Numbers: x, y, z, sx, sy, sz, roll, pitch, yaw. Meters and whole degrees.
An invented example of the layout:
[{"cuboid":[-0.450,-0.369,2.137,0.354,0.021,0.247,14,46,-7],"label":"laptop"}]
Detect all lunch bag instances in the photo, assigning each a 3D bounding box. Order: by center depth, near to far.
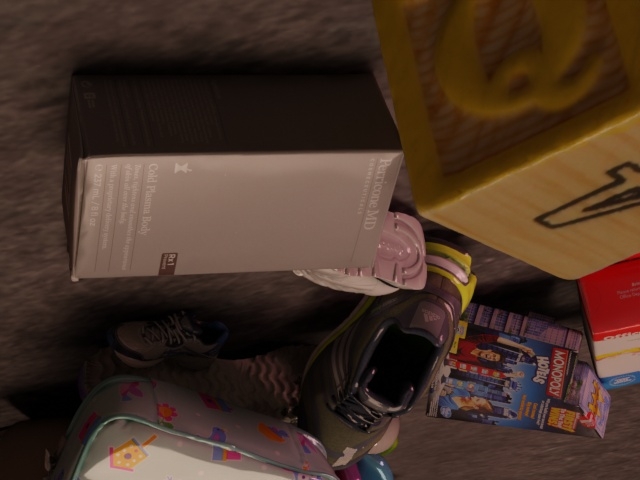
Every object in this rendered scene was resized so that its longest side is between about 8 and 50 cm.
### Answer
[{"cuboid":[-0.138,0.263,1.506,0.279,0.108,0.224,20,108,-20],"label":"lunch bag"}]

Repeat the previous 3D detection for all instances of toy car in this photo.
[{"cuboid":[0.010,0.261,1.828,0.182,0.136,0.159,1,152,-22],"label":"toy car"}]

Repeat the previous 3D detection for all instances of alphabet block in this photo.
[{"cuboid":[0.177,-0.107,1.059,0.193,0.192,0.197,-28,149,30],"label":"alphabet block"}]

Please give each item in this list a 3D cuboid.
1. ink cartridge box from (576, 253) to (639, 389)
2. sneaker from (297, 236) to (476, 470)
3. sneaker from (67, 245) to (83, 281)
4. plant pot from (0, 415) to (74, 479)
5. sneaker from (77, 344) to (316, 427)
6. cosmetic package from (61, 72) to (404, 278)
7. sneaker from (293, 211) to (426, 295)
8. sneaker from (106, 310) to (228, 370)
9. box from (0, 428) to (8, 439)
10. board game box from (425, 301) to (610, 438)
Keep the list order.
[{"cuboid":[0.343,0.074,1.629,0.134,0.078,0.231,-14,154,7],"label":"ink cartridge box"},{"cuboid":[0.049,0.131,1.508,0.111,0.121,0.300,24,129,-3],"label":"sneaker"},{"cuboid":[-0.200,0.011,1.347,0.035,0.031,0.083,-5,154,-12],"label":"sneaker"},{"cuboid":[-0.207,0.313,1.679,0.190,0.284,0.284,-14,155,11],"label":"plant pot"},{"cuboid":[-0.130,0.177,1.641,0.293,0.102,0.146,6,151,-31],"label":"sneaker"},{"cuboid":[-0.069,-0.049,1.159,0.238,0.107,0.127,-1,133,-13],"label":"cosmetic package"},{"cuboid":[0.000,0.000,1.348,0.094,0.090,0.235,-8,156,33],"label":"sneaker"},{"cuboid":[-0.148,0.091,1.528,0.135,0.052,0.058,5,142,-44],"label":"sneaker"},{"cuboid":[-0.347,0.404,1.816,0.177,0.290,0.279,-15,154,12],"label":"box"},{"cuboid":[0.217,0.138,1.651,0.194,0.060,0.194,14,143,8],"label":"board game box"}]
